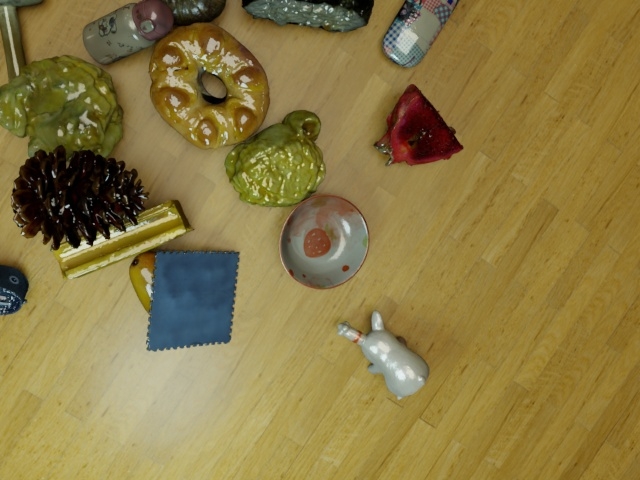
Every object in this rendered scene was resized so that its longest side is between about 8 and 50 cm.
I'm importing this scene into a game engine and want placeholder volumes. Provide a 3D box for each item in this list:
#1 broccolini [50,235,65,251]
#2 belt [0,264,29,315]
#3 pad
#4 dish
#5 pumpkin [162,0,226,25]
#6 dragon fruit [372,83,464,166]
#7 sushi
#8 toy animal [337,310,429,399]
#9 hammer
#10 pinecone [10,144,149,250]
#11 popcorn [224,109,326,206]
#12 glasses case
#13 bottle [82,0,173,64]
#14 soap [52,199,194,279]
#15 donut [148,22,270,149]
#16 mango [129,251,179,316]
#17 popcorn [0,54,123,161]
[{"bbox_3d":[-0.641,-0.039,1.712,0.194,0.054,0.052,-35,70,3],"label":"broccolini"},{"bbox_3d":[-0.865,0.117,1.651,0.218,0.128,0.122,4,125,-11],"label":"belt"},{"bbox_3d":[-0.332,0.156,1.712,0.270,0.012,0.268,4,96,-45],"label":"pad"},{"bbox_3d":[0.000,0.000,1.774,0.261,0.085,0.260,-3,99,-19],"label":"dish"},{"bbox_3d":[-0.342,-0.652,1.632,0.219,0.162,0.218,4,111,12],"label":"pumpkin"},{"bbox_3d":[0.237,-0.301,1.762,0.212,0.134,0.262,-38,136,11],"label":"dragon fruit"},{"bbox_3d":[-0.030,-0.645,1.653,0.351,0.211,0.170,2,91,-14],"label":"sushi"},{"bbox_3d":[0.182,0.313,1.832,0.282,0.138,0.140,43,80,13],"label":"toy animal"},{"bbox_3d":[-0.769,-0.530,1.604,0.202,0.113,0.305,-9,103,-5],"label":"hammer"},{"bbox_3d":[-0.537,-0.100,1.462,0.293,0.246,0.246,-3,97,2],"label":"pinecone"},{"bbox_3d":[-0.099,-0.195,1.710,0.286,0.174,0.225,-35,115,-14],"label":"popcorn"},{"bbox_3d":[0.289,-0.627,1.763,0.125,0.076,0.327,31,91,-9],"label":"glasses case"},{"bbox_3d":[-0.467,-0.520,1.591,0.234,0.110,0.109,-12,99,28],"label":"bottle"},{"bbox_3d":[-0.495,-0.006,1.649,0.325,0.204,0.096,-23,96,-6],"label":"soap"},{"bbox_3d":[-0.284,-0.392,1.664,0.300,0.150,0.316,-6,96,-8],"label":"donut"},{"bbox_3d":[-0.414,0.136,1.716,0.138,0.113,0.253,-50,128,-44],"label":"mango"},{"bbox_3d":[-0.614,-0.309,1.580,0.293,0.237,0.292,0,92,-12],"label":"popcorn"}]
